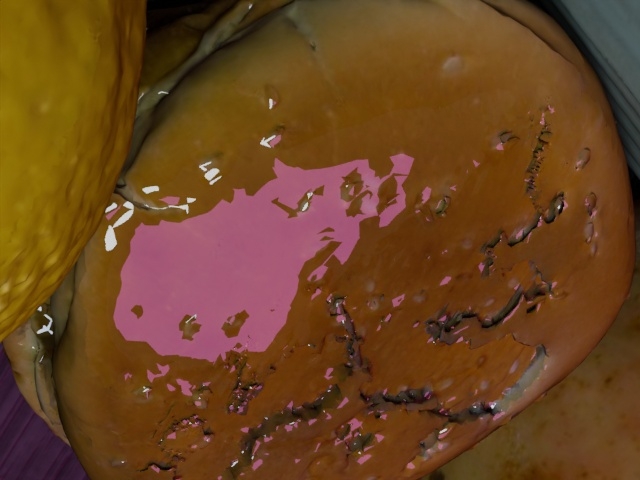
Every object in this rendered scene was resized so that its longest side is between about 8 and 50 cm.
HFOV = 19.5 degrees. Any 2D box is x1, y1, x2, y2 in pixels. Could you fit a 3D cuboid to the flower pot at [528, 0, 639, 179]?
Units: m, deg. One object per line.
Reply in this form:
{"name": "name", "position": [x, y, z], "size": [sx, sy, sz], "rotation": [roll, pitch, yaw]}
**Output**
{"name": "flower pot", "position": [0.221, -0.126, 0.888], "size": [0.239, 0.190, 0.209], "rotation": [-13, 140, -23]}

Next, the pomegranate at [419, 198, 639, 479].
{"name": "pomegranate", "position": [0.195, 0.137, 1.089], "size": [0.342, 0.342, 0.342], "rotation": [-20, 142, -16]}

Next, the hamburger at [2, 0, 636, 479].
{"name": "hamburger", "position": [-0.007, 0.001, 0.890], "size": [0.304, 0.174, 0.284], "rotation": [-31, 135, -9]}

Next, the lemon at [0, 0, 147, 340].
{"name": "lemon", "position": [-0.192, -0.065, 0.589], "size": [0.293, 0.293, 0.293], "rotation": [-20, 142, -16]}
